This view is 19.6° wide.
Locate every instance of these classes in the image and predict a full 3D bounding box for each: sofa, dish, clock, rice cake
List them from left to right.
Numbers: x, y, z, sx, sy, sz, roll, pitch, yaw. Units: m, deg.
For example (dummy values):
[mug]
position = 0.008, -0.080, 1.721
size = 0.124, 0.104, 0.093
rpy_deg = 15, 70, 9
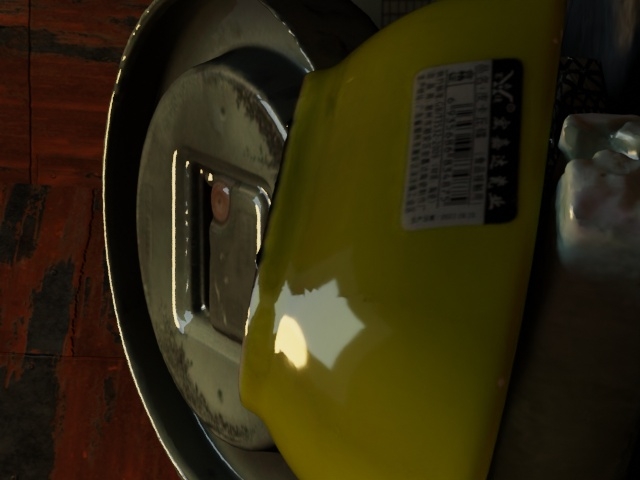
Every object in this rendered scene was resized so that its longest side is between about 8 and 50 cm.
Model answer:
[clock]
position = -0.032, 0.005, 1.020
size = 0.312, 0.061, 0.313
rpy_deg = 21, 115, 56
[dish]
position = 0.029, 0.003, 0.787
size = 0.221, 0.108, 0.263
rpy_deg = 98, -176, -71
[rice cake]
position = 0.102, 0.084, 0.791
size = 0.336, 0.066, 0.063
rpy_deg = 99, -176, -47
[sofa]
position = 0.116, -0.032, 0.885
size = 0.060, 0.039, 0.118
rpy_deg = 101, 171, -45

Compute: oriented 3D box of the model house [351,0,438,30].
[model house]
position = 0.020, -0.113, 1.202
size = 0.224, 0.198, 0.215
rpy_deg = -101, 9, -79
